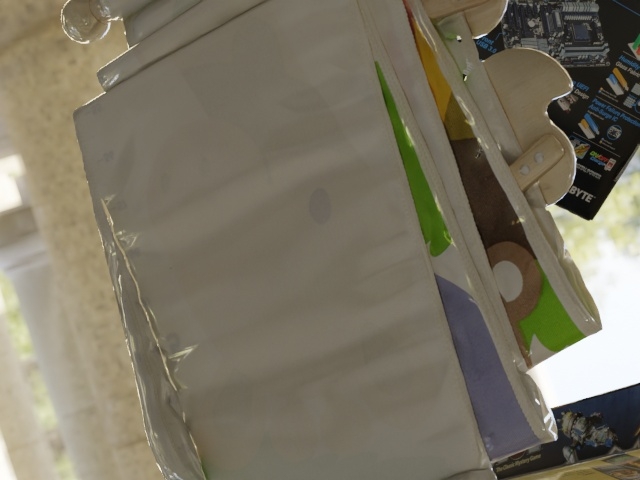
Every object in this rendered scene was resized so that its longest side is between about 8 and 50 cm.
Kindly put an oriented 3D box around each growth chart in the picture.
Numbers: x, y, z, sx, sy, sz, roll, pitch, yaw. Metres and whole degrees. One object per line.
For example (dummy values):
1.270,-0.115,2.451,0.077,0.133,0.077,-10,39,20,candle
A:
0.000,0.000,0.438,0.172,0.237,0.021,-15,172,27,growth chart

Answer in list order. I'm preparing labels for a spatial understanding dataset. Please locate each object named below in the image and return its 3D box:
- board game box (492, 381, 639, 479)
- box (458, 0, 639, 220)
0.227,0.133,0.904,0.165,0.042,0.243,19,156,-25,board game box
0.130,-0.133,0.967,0.220,0.175,0.051,24,-165,-22,box
